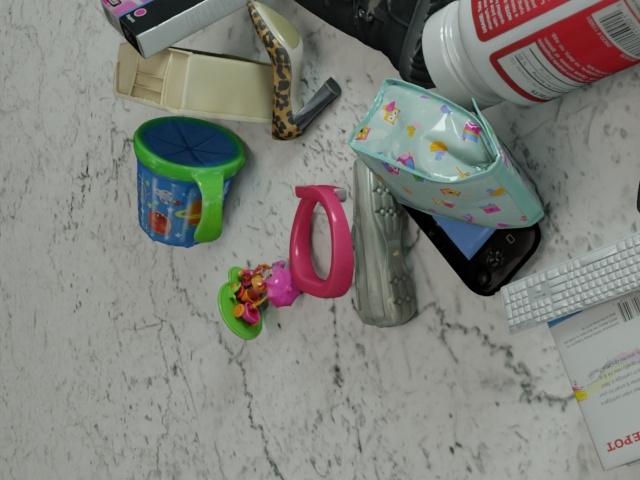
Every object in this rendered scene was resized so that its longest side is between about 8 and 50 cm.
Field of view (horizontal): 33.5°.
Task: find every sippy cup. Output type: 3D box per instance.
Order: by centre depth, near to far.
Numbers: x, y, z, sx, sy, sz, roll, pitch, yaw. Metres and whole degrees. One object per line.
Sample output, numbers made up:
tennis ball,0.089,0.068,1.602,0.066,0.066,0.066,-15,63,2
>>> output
sippy cup,-0.295,-0.116,2.284,0.240,0.305,0.224,16,122,2

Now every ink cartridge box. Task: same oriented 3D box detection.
ink cartridge box,0.467,0.149,1.461,0.198,0.197,0.270,-35,65,42
ink cartridge box,-0.234,-0.499,2.106,0.176,0.371,0.069,46,158,40

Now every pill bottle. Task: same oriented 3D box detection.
pill bottle,0.352,-0.334,1.550,0.408,0.229,0.229,-20,76,46

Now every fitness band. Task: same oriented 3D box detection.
fitness band,0.000,0.000,1.999,0.291,0.054,0.209,-164,72,-71

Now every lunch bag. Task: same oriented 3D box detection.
lunch bag,0.210,-0.120,1.662,0.262,0.223,0.160,24,80,35

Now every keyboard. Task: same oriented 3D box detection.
keyboard,0.345,0.059,1.437,0.256,0.014,0.072,-28,68,44

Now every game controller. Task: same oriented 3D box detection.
game controller,0.239,-0.061,1.801,0.319,0.067,0.166,54,127,31

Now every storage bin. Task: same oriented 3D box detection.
storage bin,-0.248,-0.325,2.179,0.260,0.262,0.123,20,105,45

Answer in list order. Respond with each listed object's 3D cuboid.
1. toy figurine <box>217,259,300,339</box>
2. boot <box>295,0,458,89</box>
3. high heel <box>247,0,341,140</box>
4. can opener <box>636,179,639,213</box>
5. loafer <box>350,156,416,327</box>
toy figurine,-0.109,0.096,2.178,0.159,0.130,0.173,-30,44,30
boot,0.115,-0.525,1.883,0.445,0.146,0.367,48,122,41
high heel,-0.100,-0.329,2.099,0.261,0.093,0.186,51,125,3
can opener,0.493,-0.127,1.541,0.059,0.073,0.186,3,98,9
loafer,0.092,0.000,1.930,0.111,0.112,0.319,-9,85,39
